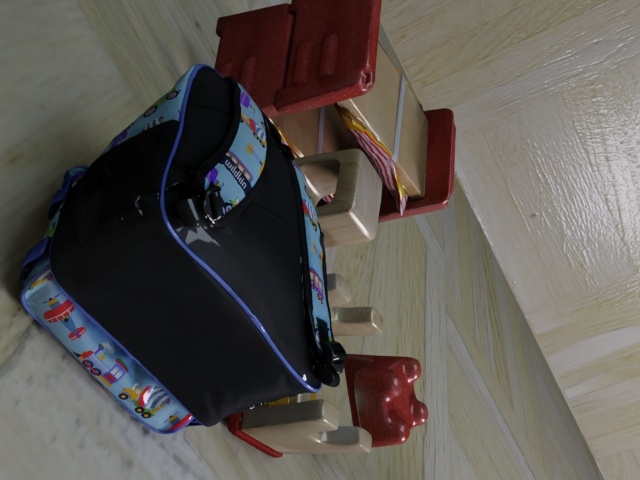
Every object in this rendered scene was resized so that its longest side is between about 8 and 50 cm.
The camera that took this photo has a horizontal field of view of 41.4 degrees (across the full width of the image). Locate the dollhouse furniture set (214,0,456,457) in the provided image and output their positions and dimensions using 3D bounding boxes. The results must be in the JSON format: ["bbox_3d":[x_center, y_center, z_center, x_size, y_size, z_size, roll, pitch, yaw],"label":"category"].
[{"bbox_3d":[0.000,0.000,0.685,0.201,0.152,0.374,46,44,-50],"label":"dollhouse furniture set"}]

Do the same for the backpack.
[{"bbox_3d":[-0.067,-0.005,0.469,0.158,0.117,0.173,54,22,-35],"label":"backpack"}]
